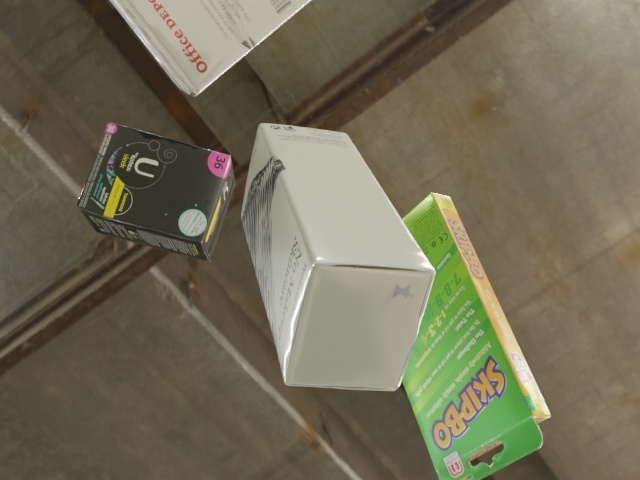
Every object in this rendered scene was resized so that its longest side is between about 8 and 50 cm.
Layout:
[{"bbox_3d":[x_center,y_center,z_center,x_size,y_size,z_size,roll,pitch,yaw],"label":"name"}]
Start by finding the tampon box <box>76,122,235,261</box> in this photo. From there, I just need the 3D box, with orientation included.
[{"bbox_3d":[-0.203,-0.058,1.010,0.161,0.101,0.120,15,-106,2],"label":"tampon box"}]

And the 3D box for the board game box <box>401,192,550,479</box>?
[{"bbox_3d":[0.121,0.094,0.755,0.039,0.259,0.124,10,-40,-38],"label":"board game box"}]

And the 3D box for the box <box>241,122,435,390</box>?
[{"bbox_3d":[0.000,0.000,0.677,0.094,0.275,0.113,6,-64,-16],"label":"box"}]

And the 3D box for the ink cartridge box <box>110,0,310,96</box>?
[{"bbox_3d":[-0.128,-0.304,0.952,0.218,0.092,0.158,-42,-58,-7],"label":"ink cartridge box"}]
